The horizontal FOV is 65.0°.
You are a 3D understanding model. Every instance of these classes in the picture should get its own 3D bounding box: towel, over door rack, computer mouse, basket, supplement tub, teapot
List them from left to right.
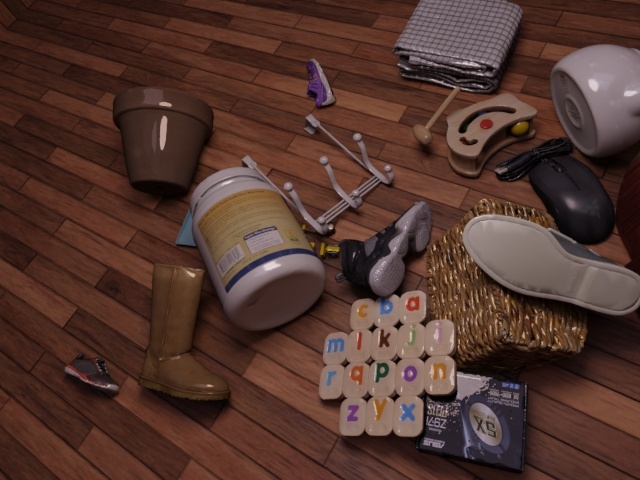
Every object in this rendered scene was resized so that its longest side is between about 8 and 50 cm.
[{"bbox_3d":[-0.148,0.012,1.106,0.228,0.228,0.316,-30,58,-2],"label":"supplement tub"},{"bbox_3d":[-0.017,-0.185,1.231,0.240,0.108,0.324,-38,58,-20],"label":"over door rack"},{"bbox_3d":[0.361,-0.520,1.329,0.284,0.121,0.234,19,70,23],"label":"towel"},{"bbox_3d":[0.357,0.103,0.992,0.214,0.223,0.298,10,59,-17],"label":"basket"},{"bbox_3d":[0.521,-0.117,1.080,0.189,0.072,0.272,-25,58,0],"label":"computer mouse"},{"bbox_3d":[0.621,-0.310,1.060,0.187,0.252,0.255,-24,59,11],"label":"teapot"}]

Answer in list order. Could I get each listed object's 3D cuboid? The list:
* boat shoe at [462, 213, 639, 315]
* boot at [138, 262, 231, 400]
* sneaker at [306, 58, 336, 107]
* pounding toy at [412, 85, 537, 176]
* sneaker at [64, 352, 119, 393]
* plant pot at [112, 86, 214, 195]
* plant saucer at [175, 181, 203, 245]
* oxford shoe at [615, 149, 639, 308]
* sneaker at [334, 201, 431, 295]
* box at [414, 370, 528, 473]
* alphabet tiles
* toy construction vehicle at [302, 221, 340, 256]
[{"bbox_3d":[0.387,0.037,0.869,0.320,0.099,0.116,21,104,-2],"label":"boat shoe"},{"bbox_3d":[-0.283,0.191,1.077,0.236,0.089,0.269,5,83,20],"label":"boot"},{"bbox_3d":[-0.014,-0.447,1.424,0.071,0.068,0.169,-24,58,9],"label":"sneaker"},{"bbox_3d":[0.361,-0.258,1.156,0.270,0.154,0.154,-19,54,5],"label":"pounding toy"},{"bbox_3d":[-0.517,0.299,1.153,0.158,0.061,0.064,16,61,23],"label":"sneaker"},{"bbox_3d":[-0.426,-0.248,1.343,0.263,0.263,0.229,-2,78,15],"label":"plant pot"},{"bbox_3d":[-0.318,-0.069,1.326,0.067,0.018,0.191,6,63,19],"label":"plant saucer"},{"bbox_3d":[0.668,-0.024,0.974,0.130,0.123,0.347,8,70,4],"label":"oxford shoe"},{"bbox_3d":[0.134,0.004,1.104,0.153,0.101,0.268,5,44,39],"label":"sneaker"},{"bbox_3d":[0.271,0.319,0.903,0.180,0.077,0.147,6,64,19],"label":"box"},{"bbox_3d":[0.124,0.235,0.970,0.284,0.021,0.277,-14,53,32],"label":"alphabet tiles"},{"bbox_3d":[0.000,0.000,1.189,0.098,0.035,0.085,2,63,8],"label":"toy construction vehicle"}]
